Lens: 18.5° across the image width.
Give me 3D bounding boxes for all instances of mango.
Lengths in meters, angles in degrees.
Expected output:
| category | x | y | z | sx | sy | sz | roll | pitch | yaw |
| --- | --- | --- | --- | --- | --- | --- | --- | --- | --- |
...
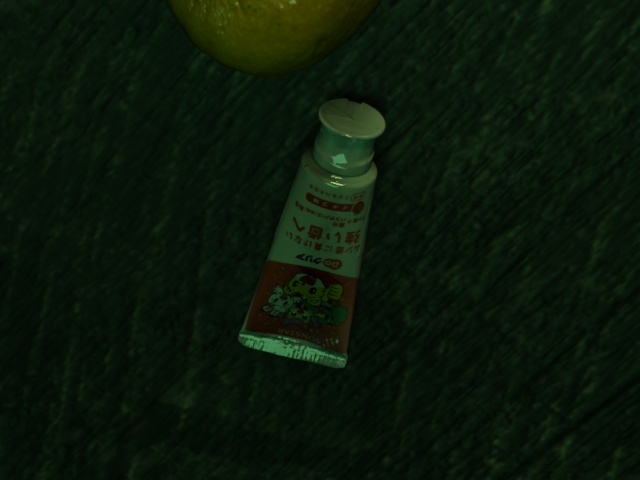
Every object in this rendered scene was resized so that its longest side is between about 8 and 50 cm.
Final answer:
| category | x | y | z | sx | sy | sz | roll | pitch | yaw |
| --- | --- | --- | --- | --- | --- | --- | --- | --- | --- |
| mango | -0.017 | -0.250 | 1.340 | 0.177 | 0.120 | 0.295 | 22 | 117 | 4 |

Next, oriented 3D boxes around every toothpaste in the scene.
| category | x | y | z | sx | sy | sz | roll | pitch | yaw |
| --- | --- | --- | --- | --- | --- | --- | --- | --- | --- |
| toothpaste | 0.000 | 0.000 | 1.513 | 0.089 | 0.057 | 0.234 | 14 | 127 | -1 |
